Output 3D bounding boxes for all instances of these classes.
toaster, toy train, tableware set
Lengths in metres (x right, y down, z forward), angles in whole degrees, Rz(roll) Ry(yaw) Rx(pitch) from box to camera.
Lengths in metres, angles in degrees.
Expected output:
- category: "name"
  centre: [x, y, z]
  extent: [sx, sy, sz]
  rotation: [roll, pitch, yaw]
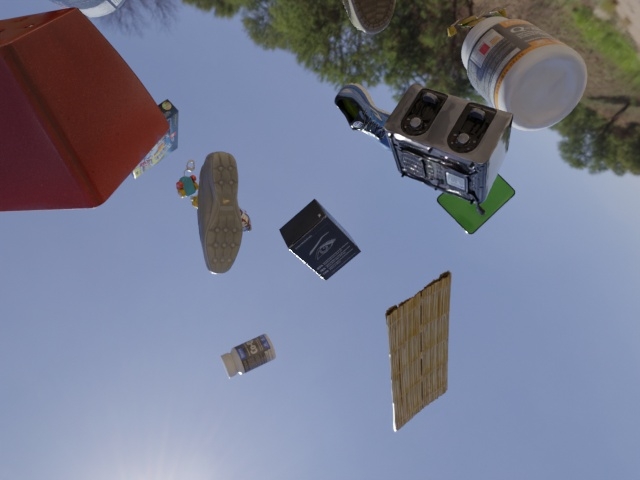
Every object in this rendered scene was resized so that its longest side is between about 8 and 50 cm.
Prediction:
- category: "toaster"
  centre: [0.207, -0.147, 0.747]
  extent: [0.167, 0.110, 0.186]
  rotation: [27, 172, 25]
- category: "toy train"
  centre: [-0.341, -0.153, 1.313]
  extent: [0.166, 0.046, 0.125]
  rotation: [36, -109, -52]
- category: "tableware set"
  centre: [0.393, -0.547, 1.167]
  extent: [0.104, 0.154, 0.024]
  rotation: [-47, -56, -34]

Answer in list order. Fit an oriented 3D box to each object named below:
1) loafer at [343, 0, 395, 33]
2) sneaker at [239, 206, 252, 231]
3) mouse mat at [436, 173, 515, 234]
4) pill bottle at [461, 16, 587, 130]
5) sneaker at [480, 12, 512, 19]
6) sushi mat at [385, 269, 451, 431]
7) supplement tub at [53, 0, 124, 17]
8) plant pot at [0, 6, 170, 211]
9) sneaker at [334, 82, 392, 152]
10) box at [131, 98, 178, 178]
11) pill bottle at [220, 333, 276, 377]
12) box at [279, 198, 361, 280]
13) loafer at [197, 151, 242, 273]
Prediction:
- category: "loafer"
  centre: [0.073, -0.533, 0.897]
  extent: [0.101, 0.092, 0.269]
  rotation: [-16, -81, -12]
- category: "sneaker"
  centre: [-0.309, -0.076, 1.774]
  extent: [0.084, 0.069, 0.185]
  rotation: [60, -168, 8]
- category: "mouse mat"
  centre: [0.462, -0.132, 1.382]
  extent: [0.153, 0.189, 0.007]
  rotation: [47, -179, 5]
- category: "pill bottle"
  centre: [0.395, -0.352, 0.947]
  extent: [0.162, 0.162, 0.279]
  rotation: [24, -147, -24]
- category: "sneaker"
  centre: [0.563, -0.567, 1.392]
  extent: [0.131, 0.112, 0.319]
  rotation: [-26, -117, -25]
- category: "sushi mat"
  centre: [0.183, 0.210, 0.853]
  extent: [0.151, 0.317, 0.019]
  rotation: [-26, -143, -24]
- category: "supplement tub"
  centre: [-0.480, -0.549, 0.900]
  extent: [0.193, 0.194, 0.316]
  rotation: [28, -171, -20]
- category: "plant pot"
  centre: [-0.455, -0.220, 0.756]
  extent: [0.266, 0.236, 0.267]
  rotation: [-1, -139, 14]
- category: "sneaker"
  centre: [0.175, -0.422, 1.685]
  extent: [0.330, 0.130, 0.147]
  rotation: [42, -133, 5]
- category: "box"
  centre: [-0.461, -0.269, 1.261]
  extent: [0.044, 0.233, 0.159]
  rotation: [46, -112, -2]
- category: "pill bottle"
  centre: [-0.198, 0.317, 1.273]
  extent: [0.137, 0.078, 0.078]
  rotation: [-22, -115, -21]
- category: "box"
  centre: [0.000, 0.000, 1.433]
  extent: [0.207, 0.153, 0.108]
  rotation: [45, -171, -39]
- category: "loafer"
  centre: [-0.273, -0.073, 1.237]
  extent: [0.111, 0.111, 0.320]
  rotation: [3, -89, -34]
